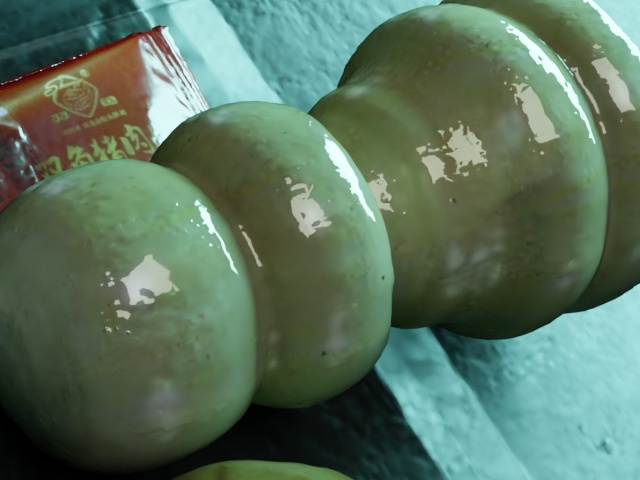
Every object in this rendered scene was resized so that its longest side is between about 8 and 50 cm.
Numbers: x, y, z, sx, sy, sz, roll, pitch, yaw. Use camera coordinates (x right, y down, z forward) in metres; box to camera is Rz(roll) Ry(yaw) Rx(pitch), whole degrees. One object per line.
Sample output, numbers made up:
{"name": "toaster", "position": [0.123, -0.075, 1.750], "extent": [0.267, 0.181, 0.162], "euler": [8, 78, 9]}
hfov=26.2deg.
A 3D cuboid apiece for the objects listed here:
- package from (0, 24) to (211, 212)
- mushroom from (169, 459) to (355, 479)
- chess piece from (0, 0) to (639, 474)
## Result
{"name": "package", "position": [-0.114, -0.025, 0.514], "extent": [0.200, 0.022, 0.083], "euler": [-25, 77, -40]}
{"name": "mushroom", "position": [-0.028, 0.217, 0.356], "extent": [0.128, 0.128, 0.350], "euler": [24, 48, -16]}
{"name": "chess piece", "position": [0.000, 0.000, 0.501], "extent": [0.261, 0.143, 0.142], "euler": [-24, 76, -34]}
